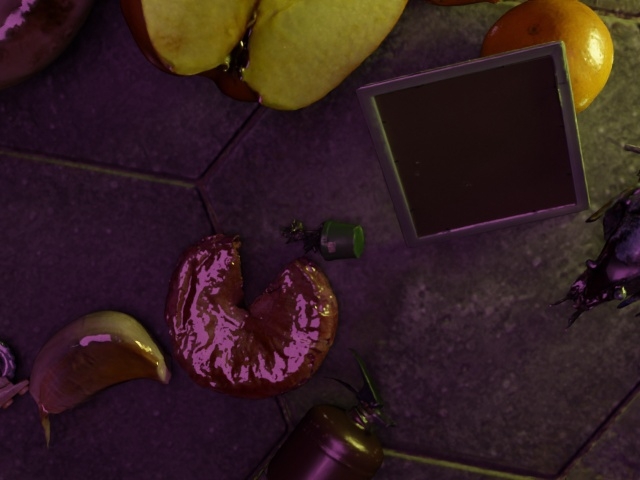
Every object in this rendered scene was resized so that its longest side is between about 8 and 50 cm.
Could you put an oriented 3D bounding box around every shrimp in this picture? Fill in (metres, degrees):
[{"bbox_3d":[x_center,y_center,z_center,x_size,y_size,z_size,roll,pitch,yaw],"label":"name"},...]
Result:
[{"bbox_3d":[0.432,-0.044,1.679,0.410,0.166,0.221,-45,65,12],"label":"shrimp"}]

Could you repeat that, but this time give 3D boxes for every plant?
[{"bbox_3d":[0.000,0.000,1.813,0.102,0.051,0.051,4,95,20],"label":"plant"}]

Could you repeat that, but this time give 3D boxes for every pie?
[{"bbox_3d":[-0.088,0.096,1.826,0.219,0.054,0.204,4,94,7],"label":"pie"}]

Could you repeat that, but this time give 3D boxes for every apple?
[{"bbox_3d":[-0.061,-0.337,1.676,0.329,0.295,0.365,27,103,12],"label":"apple"}]

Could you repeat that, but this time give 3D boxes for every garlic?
[{"bbox_3d":[-0.294,0.165,1.843,0.198,0.090,0.128,-31,102,4],"label":"garlic"}]

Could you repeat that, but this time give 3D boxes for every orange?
[{"bbox_3d":[0.264,-0.208,1.718,0.156,0.124,0.156,-14,54,20],"label":"orange"}]

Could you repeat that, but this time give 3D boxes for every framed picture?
[{"bbox_3d":[0.182,-0.107,1.698,0.232,0.296,0.019,-12,51,7],"label":"framed picture"}]

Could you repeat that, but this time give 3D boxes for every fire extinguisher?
[{"bbox_3d":[-0.025,0.300,1.806,0.135,0.114,0.337,42,99,30],"label":"fire extinguisher"}]

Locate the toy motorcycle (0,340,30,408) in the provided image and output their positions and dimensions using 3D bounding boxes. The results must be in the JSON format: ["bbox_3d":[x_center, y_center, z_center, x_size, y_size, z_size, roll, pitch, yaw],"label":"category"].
[{"bbox_3d":[-0.462,0.231,1.869,0.229,0.094,0.130,-40,93,-5],"label":"toy motorcycle"}]

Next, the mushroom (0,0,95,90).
[{"bbox_3d":[-0.435,-0.348,1.715,0.362,0.294,0.362,1,96,7],"label":"mushroom"}]

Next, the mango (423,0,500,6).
[{"bbox_3d":[0.179,-0.311,1.753,0.127,0.077,0.063,-9,117,21],"label":"mango"}]

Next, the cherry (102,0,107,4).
[{"bbox_3d":[-0.227,-0.398,1.795,0.107,0.090,0.225,40,107,-17],"label":"cherry"}]
